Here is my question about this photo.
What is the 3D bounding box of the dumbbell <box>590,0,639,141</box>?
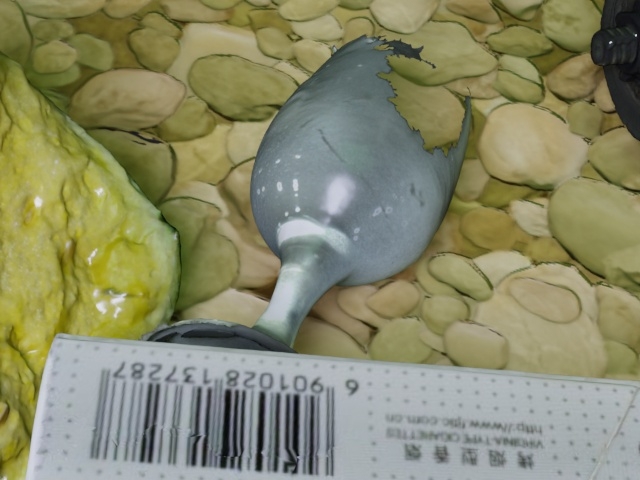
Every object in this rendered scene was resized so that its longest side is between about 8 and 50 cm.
[{"bbox_3d":[0.335,-0.163,1.046,0.290,0.192,0.192,-9,52,-17],"label":"dumbbell"}]

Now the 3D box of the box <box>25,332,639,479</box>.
[{"bbox_3d":[0.025,0.153,0.703,0.330,0.210,0.095,4,49,-6],"label":"box"}]

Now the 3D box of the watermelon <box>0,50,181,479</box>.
[{"bbox_3d":[-0.238,0.009,0.755,0.189,0.330,0.331,0,40,36],"label":"watermelon"}]

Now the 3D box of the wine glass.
[{"bbox_3d":[0.000,0.000,0.880,0.143,0.143,0.321,19,48,6],"label":"wine glass"}]
